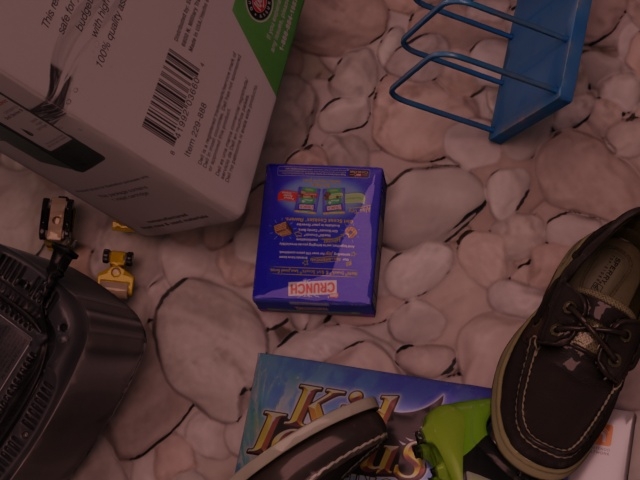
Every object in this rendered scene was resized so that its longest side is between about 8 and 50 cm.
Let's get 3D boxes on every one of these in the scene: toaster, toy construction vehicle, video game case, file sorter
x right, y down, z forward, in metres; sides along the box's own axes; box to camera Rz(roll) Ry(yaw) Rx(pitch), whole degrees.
[{"bbox_3d":[-0.217,0.095,0.995,0.129,0.146,0.227,32,93,16],"label":"toaster"},{"bbox_3d":[-0.173,-0.001,1.094,0.085,0.035,0.098,2,75,-1],"label":"toy construction vehicle"},{"bbox_3d":[0.065,0.217,0.964,0.269,0.061,0.244,8,73,13],"label":"video game case"},{"bbox_3d":[0.128,-0.178,1.029,0.104,0.118,0.170,18,74,-15],"label":"file sorter"}]

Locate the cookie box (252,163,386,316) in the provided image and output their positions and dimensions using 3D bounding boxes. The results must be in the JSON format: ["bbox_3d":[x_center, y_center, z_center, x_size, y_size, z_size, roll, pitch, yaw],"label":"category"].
[{"bbox_3d":[0.000,0.000,1.055,0.091,0.040,0.107,3,73,11],"label":"cookie box"}]

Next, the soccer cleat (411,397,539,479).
[{"bbox_3d":[0.119,0.184,0.903,0.072,0.060,0.179,-17,69,-9],"label":"soccer cleat"}]

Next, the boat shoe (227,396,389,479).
[{"bbox_3d":[-0.041,0.188,0.922,0.227,0.081,0.069,-37,70,7],"label":"boat shoe"}]

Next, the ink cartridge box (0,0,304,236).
[{"bbox_3d":[-0.166,-0.162,0.987,0.121,0.289,0.211,-9,57,45],"label":"ink cartridge box"}]

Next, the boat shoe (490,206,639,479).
[{"bbox_3d":[0.176,0.058,0.939,0.080,0.073,0.223,28,49,6],"label":"boat shoe"}]
